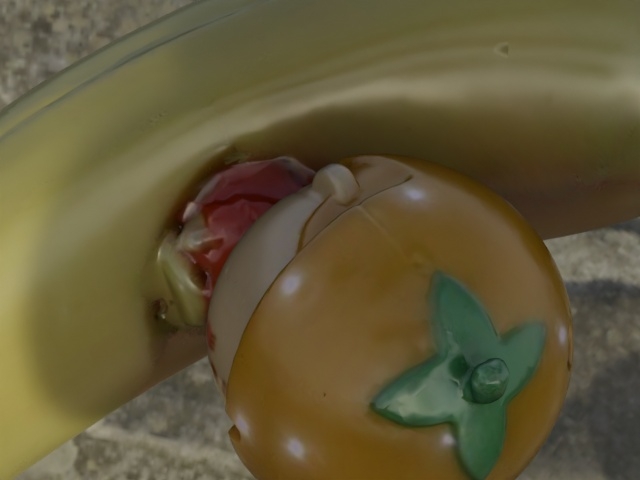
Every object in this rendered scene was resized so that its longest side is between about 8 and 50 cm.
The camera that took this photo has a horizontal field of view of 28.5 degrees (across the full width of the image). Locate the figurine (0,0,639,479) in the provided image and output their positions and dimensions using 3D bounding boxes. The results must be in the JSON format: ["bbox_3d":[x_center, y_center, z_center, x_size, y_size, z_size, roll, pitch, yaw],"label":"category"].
[{"bbox_3d":[0.000,0.000,0.407,0.324,0.124,0.222,-30,45,-18],"label":"figurine"}]
